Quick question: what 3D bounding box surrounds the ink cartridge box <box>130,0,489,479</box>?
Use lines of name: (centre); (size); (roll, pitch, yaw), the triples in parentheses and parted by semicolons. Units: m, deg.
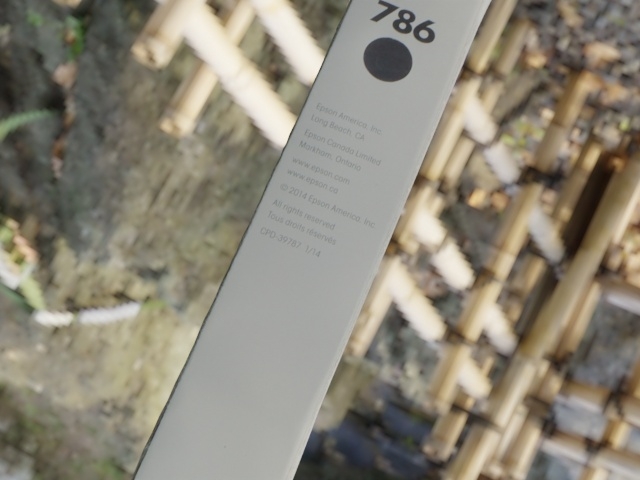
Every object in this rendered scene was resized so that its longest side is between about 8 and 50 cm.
ink cartridge box: (0.000, 0.000, 0.746); (0.065, 0.333, 0.165); (24, 155, 2)
